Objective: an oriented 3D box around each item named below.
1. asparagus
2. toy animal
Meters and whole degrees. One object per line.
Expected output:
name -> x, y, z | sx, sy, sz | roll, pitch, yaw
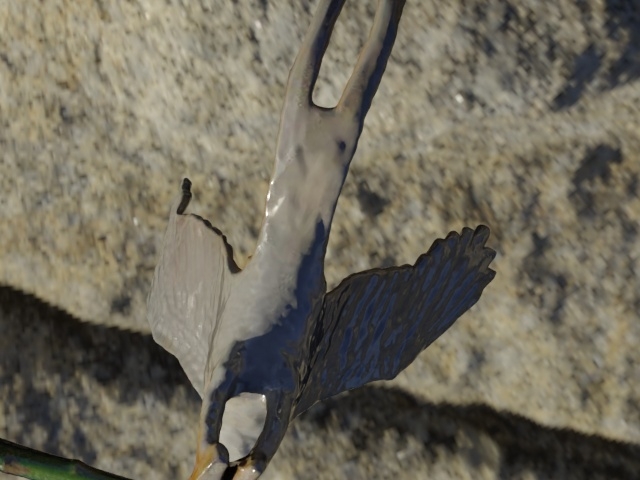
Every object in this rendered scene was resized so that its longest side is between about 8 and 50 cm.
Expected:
asparagus -> -0.073, 0.079, 0.524 | 0.166, 0.016, 0.013 | 14, 110, 10
toy animal -> -0.006, 0.020, 0.923 | 0.225, 0.302, 0.284 | 16, 144, 3
